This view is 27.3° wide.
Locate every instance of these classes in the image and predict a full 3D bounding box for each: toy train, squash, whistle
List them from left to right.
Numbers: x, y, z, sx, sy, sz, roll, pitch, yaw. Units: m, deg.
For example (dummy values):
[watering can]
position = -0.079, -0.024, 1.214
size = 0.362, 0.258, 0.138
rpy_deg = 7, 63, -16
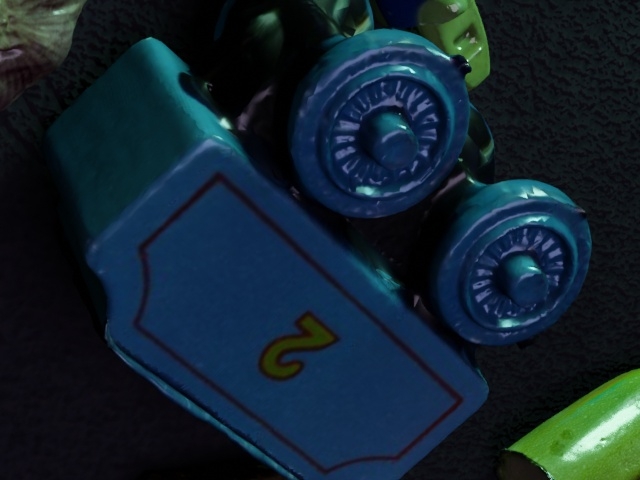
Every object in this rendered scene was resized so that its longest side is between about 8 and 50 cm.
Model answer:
[toy train]
position = 0.000, 0.000, 0.811
size = 0.265, 0.188, 0.300
rpy_deg = -43, 127, 6
[whistle]
position = 0.061, -0.189, 0.847
size = 0.105, 0.085, 0.227
rpy_deg = -43, 127, -20
[squash]
position = 0.245, 0.164, 1.107
size = 0.188, 0.095, 0.095
rpy_deg = -33, 123, -23

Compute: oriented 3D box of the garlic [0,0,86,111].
[garlic]
position = -0.193, -0.132, 0.690
size = 0.159, 0.102, 0.147
rpy_deg = -23, 118, -25

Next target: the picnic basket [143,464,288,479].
[picnic basket]
position = -0.050, 0.209, 0.946
size = 0.193, 0.055, 0.110
rpy_deg = 0, 109, -34
